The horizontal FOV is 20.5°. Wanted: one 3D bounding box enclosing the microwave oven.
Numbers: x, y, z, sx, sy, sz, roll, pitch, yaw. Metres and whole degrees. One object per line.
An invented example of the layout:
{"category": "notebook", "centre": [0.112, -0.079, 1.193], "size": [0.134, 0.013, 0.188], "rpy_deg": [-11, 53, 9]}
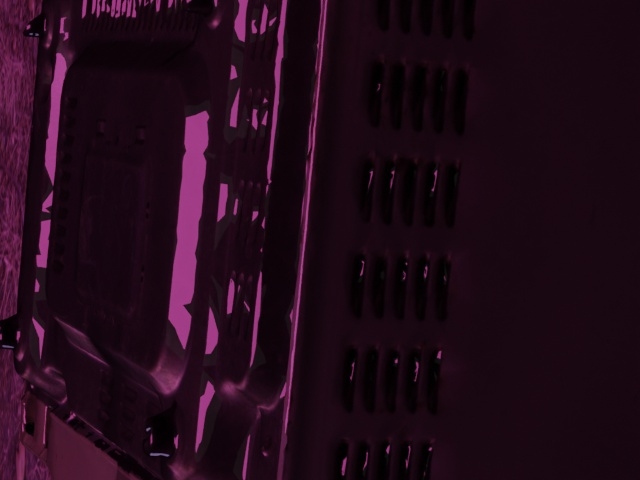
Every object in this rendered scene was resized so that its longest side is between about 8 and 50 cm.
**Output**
{"category": "microwave oven", "centre": [0.000, 0.000, 0.753], "size": [0.355, 0.218, 0.286], "rpy_deg": [-164, 77, -66]}
